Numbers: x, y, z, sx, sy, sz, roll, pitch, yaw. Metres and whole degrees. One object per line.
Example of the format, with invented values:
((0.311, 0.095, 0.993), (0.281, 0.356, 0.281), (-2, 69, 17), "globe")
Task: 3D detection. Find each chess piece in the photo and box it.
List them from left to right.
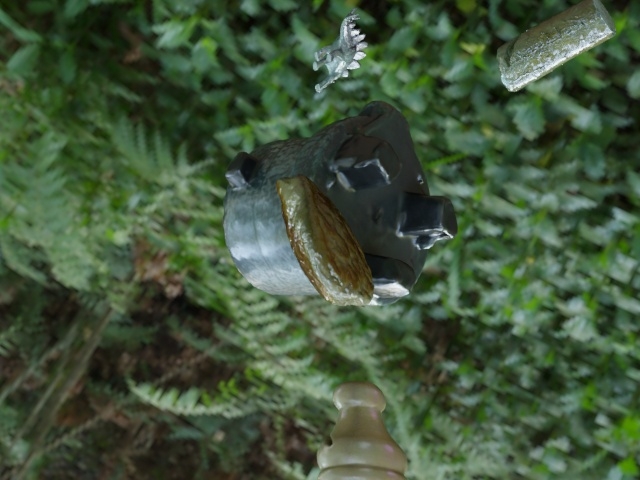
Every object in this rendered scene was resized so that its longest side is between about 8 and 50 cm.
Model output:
((0.060, 0.330, 1.611), (0.139, 0.307, 0.124), (-7, 154, 15), "chess piece")

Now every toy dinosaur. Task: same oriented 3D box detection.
((0.034, -0.288, 1.869), (0.039, 0.082, 0.209), (56, 158, 15), "toy dinosaur")

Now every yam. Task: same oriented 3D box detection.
((0.244, -0.207, 1.311), (0.132, 0.054, 0.054), (-27, 122, 34), "yam")

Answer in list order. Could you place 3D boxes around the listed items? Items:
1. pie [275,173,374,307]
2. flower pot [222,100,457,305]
((0.000, 0.000, 1.558), (0.193, 0.079, 0.163), (65, -176, 30), "pie")
((0.036, -0.056, 1.816), (0.283, 0.299, 0.299), (0, 141, 44), "flower pot")
